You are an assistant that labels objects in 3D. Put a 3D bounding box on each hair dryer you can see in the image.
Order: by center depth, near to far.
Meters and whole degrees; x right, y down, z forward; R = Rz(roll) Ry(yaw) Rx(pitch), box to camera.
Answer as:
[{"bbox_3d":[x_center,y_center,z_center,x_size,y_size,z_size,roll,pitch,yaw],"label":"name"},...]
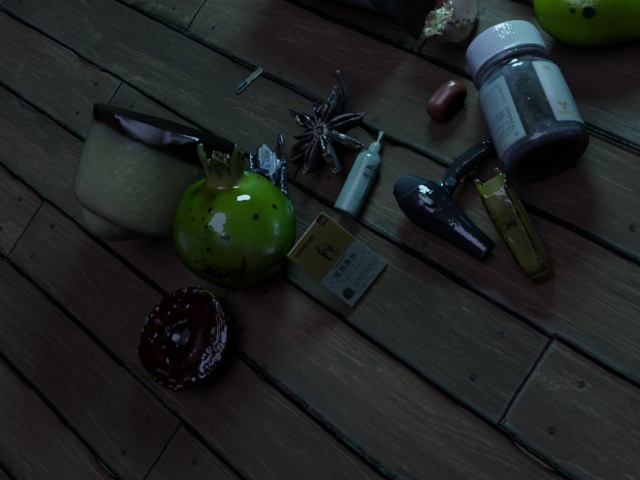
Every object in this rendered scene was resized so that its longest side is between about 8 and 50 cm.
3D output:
[{"bbox_3d":[0.300,-0.113,1.509,0.235,0.091,0.271,40,89,23],"label":"hair dryer"}]

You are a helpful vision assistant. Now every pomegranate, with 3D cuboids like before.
[{"bbox_3d":[-0.183,-0.048,1.595,0.261,0.340,0.260,-7,36,5],"label":"pomegranate"}]

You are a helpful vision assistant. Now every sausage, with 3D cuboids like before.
[{"bbox_3d":[0.259,-0.292,1.600,0.094,0.059,0.054,-49,52,7],"label":"sausage"}]

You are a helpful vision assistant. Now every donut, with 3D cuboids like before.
[{"bbox_3d":[0.247,-0.523,1.612,0.085,0.199,0.232,-13,103,40],"label":"donut"},{"bbox_3d":[-0.283,0.214,1.683,0.235,0.089,0.235,-9,70,25],"label":"donut"}]

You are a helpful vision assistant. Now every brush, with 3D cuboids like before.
[{"bbox_3d":[-0.174,-0.393,1.887,0.084,0.013,0.016,-39,57,8],"label":"brush"}]

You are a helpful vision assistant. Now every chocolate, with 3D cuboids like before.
[{"bbox_3d":[-0.384,-0.136,1.751,0.326,0.314,0.296,14,100,-1],"label":"chocolate"}]

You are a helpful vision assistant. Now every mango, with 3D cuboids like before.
[{"bbox_3d":[0.552,-0.447,1.461,0.293,0.143,0.175,11,80,20],"label":"mango"}]

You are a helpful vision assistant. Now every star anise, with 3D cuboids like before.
[{"bbox_3d":[0.018,-0.246,1.691,0.209,0.089,0.231,42,99,24],"label":"star anise"}]

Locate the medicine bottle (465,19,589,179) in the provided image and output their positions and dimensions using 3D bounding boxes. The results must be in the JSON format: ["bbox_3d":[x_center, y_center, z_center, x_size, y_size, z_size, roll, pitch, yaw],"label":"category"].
[{"bbox_3d":[0.386,-0.266,1.465,0.165,0.165,0.273,-22,63,19],"label":"medicine bottle"}]

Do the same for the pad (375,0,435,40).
[{"bbox_3d":[0.154,-0.615,1.594,0.007,0.368,0.247,24,86,47],"label":"pad"}]

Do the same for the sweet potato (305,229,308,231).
[{"bbox_3d":[0.000,0.000,1.645,0.095,0.034,0.034,34,90,30],"label":"sweet potato"}]

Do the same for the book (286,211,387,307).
[{"bbox_3d":[0.033,0.040,1.568,0.172,0.012,0.118,38,92,-6],"label":"book"}]

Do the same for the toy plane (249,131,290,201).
[{"bbox_3d":[-0.113,-0.151,1.748,0.078,0.053,0.197,-15,62,12],"label":"toy plane"}]

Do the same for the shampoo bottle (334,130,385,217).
[{"bbox_3d":[0.091,-0.145,1.636,0.056,0.056,0.195,21,84,31],"label":"shampoo bottle"}]

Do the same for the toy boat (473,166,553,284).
[{"bbox_3d":[0.361,-0.026,1.427,0.068,0.088,0.225,-30,85,20],"label":"toy boat"}]

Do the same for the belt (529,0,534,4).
[{"bbox_3d":[0.391,-0.588,1.629,0.053,0.071,0.232,-33,61,-4],"label":"belt"}]

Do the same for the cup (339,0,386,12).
[{"bbox_3d":[0.042,-0.667,1.731,0.372,0.253,0.253,24,85,34],"label":"cup"}]
